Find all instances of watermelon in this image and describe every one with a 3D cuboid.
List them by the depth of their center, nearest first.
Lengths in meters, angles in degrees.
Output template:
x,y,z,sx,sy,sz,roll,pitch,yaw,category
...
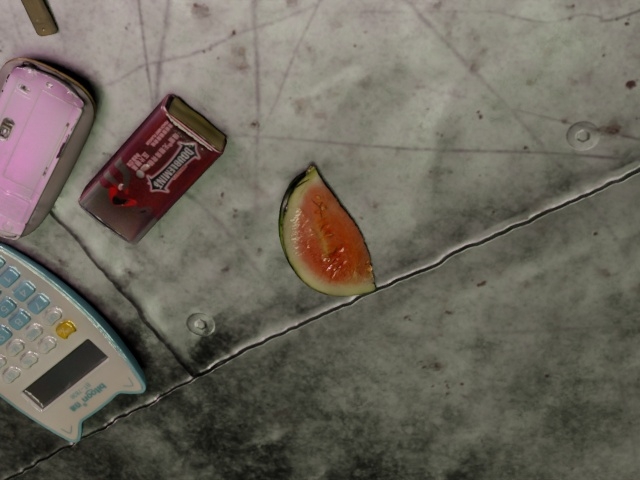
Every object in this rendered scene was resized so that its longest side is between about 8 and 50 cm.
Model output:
x,y,z,sx,sy,sz,roll,pitch,yaw,category
0.002,0.002,1.980,0.119,0.063,0.245,-25,117,6,watermelon

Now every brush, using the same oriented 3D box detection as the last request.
x,y,z,sx,sy,sz,roll,pitch,yaw,category
-0.420,-0.373,1.807,0.034,0.028,0.190,-9,128,17,brush

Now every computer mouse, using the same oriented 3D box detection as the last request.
x,y,z,sx,sy,sz,roll,pitch,yaw,category
-0.448,-0.137,1.930,0.158,0.072,0.310,27,121,-9,computer mouse

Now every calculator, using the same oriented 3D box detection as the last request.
x,y,z,sx,sy,sz,roll,pitch,yaw,category
-0.485,0.160,2.136,0.256,0.054,0.386,-37,110,26,calculator

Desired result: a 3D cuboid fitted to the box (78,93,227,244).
x,y,z,sx,sy,sz,roll,pitch,yaw,category
-0.253,-0.105,1.932,0.120,0.069,0.224,39,117,-17,box
